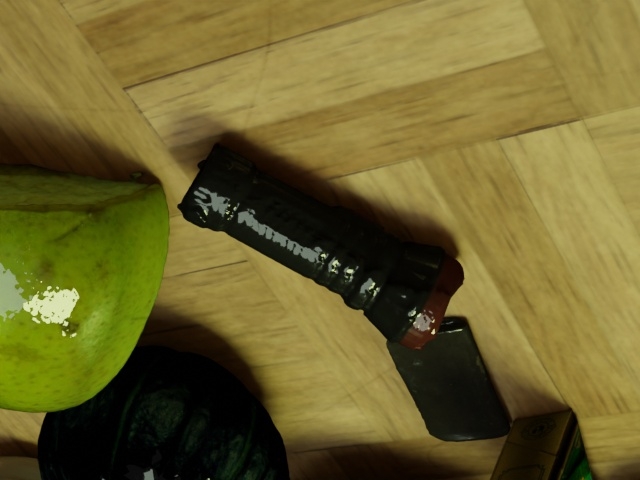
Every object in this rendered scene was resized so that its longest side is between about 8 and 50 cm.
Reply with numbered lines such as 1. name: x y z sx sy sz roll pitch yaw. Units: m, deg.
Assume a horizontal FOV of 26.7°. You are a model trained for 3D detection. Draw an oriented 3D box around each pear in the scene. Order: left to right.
1. pear: -0.286 0.055 1.144 0.288 0.139 0.239 9 116 11

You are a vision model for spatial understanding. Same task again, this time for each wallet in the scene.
1. wallet: 0.116 0.129 1.220 0.082 0.018 0.157 -7 133 25

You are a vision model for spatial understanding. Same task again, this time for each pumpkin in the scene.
1. pumpkin: -0.163 0.234 1.265 0.248 0.248 0.248 10 138 9

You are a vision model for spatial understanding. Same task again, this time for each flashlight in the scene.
1. flashlight: 0.000 0.000 1.084 0.232 0.093 0.093 30 137 -5

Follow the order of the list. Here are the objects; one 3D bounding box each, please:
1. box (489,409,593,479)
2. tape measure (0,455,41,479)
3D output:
1. box: 0.185 0.283 1.172 0.071 0.240 0.159 -8 117 28
2. tape measure: -0.332 0.325 1.519 0.236 0.120 0.197 9 136 4
